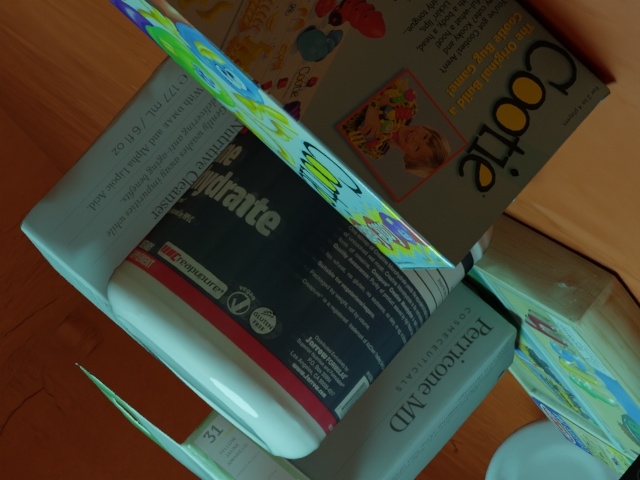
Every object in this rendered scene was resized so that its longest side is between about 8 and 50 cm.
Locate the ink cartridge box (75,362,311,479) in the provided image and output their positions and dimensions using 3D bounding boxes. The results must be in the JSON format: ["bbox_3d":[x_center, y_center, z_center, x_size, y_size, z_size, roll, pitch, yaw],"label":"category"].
[{"bbox_3d":[-0.081,0.177,1.607,0.235,0.056,0.171,39,170,23],"label":"ink cartridge box"}]

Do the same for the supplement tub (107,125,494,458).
[{"bbox_3d":[0.000,0.000,1.384,0.191,0.272,0.191,40,171,7],"label":"supplement tub"}]

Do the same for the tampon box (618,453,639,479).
[{"bbox_3d":[0.299,0.208,1.496,0.120,0.161,0.101,35,170,27],"label":"tampon box"}]

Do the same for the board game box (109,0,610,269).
[{"bbox_3d":[0.008,-0.125,1.152,0.275,0.144,0.142,43,172,-6],"label":"board game box"}]

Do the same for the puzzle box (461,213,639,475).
[{"bbox_3d":[0.229,0.109,1.681,0.272,0.052,0.409,33,168,49],"label":"puzzle box"}]

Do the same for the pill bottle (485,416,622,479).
[{"bbox_3d":[0.258,0.290,2.106,0.160,0.160,0.283,39,171,14],"label":"pill bottle"}]

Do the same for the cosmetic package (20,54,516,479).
[{"bbox_3d":[-0.041,0.048,1.680,0.385,0.217,0.156,38,171,14],"label":"cosmetic package"}]
